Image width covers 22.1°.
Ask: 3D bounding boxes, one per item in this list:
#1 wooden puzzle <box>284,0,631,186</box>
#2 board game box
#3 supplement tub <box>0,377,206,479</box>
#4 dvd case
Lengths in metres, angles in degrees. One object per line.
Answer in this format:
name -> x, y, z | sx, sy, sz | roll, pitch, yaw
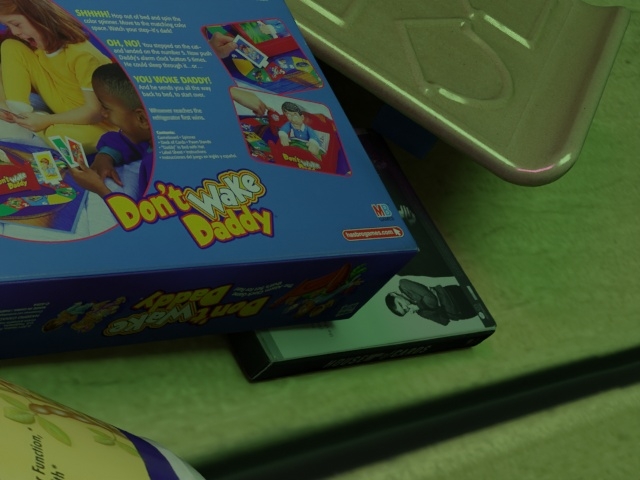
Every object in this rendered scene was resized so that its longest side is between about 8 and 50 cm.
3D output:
wooden puzzle -> 0.051, -0.180, 1.258 | 0.348, 0.080, 0.322 | 29, 33, 1
board game box -> -0.134, -0.059, 0.906 | 0.347, 0.078, 0.233 | -4, 58, -43
supplement tub -> -0.212, 0.123, 0.503 | 0.331, 0.241, 0.241 | 28, 37, -28
dvd case -> 0.000, 0.000, 1.079 | 0.239, 0.029, 0.179 | -4, 58, -50
